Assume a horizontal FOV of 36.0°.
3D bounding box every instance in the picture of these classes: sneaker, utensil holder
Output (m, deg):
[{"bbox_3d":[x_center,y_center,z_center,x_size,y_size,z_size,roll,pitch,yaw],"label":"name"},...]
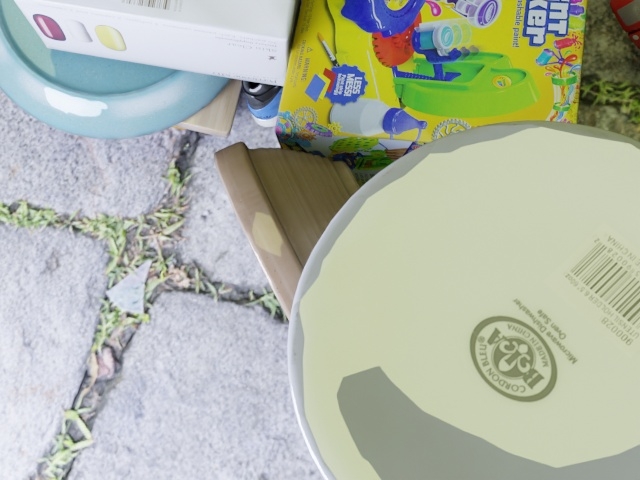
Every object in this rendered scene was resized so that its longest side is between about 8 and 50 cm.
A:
[{"bbox_3d":[-0.037,-0.208,1.108,0.058,0.084,0.152,29,75,21],"label":"sneaker"},{"bbox_3d":[0.156,0.133,0.759,0.328,0.385,0.327,-4,67,10],"label":"utensil holder"}]

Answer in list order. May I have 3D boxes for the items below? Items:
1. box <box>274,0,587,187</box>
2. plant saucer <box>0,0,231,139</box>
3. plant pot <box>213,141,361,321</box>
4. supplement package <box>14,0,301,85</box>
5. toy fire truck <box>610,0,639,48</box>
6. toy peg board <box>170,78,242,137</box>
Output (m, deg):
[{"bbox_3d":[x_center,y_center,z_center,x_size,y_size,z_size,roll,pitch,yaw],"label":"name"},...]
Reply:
[{"bbox_3d":[0.127,-0.187,1.019,0.279,0.177,0.289,5,68,12],"label":"box"},{"bbox_3d":[-0.228,-0.270,1.076,0.318,0.043,0.317,0,82,-3],"label":"plant saucer"},{"bbox_3d":[0.000,0.000,0.926,0.110,0.237,0.237,-28,65,1],"label":"plant pot"},{"bbox_3d":[-0.145,-0.289,0.987,0.262,0.145,0.204,9,82,0],"label":"supplement package"},{"bbox_3d":[0.324,-0.298,1.021,0.047,0.135,0.192,-29,24,42],"label":"toy fire truck"},{"bbox_3d":[-0.165,-0.197,1.145,0.161,0.079,0.161,13,71,-1],"label":"toy peg board"}]
